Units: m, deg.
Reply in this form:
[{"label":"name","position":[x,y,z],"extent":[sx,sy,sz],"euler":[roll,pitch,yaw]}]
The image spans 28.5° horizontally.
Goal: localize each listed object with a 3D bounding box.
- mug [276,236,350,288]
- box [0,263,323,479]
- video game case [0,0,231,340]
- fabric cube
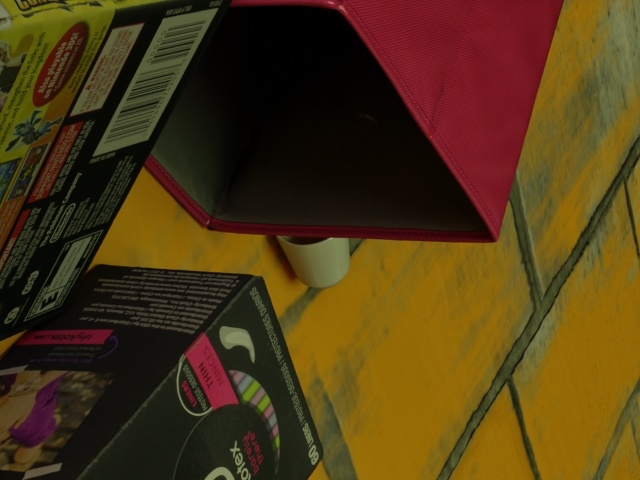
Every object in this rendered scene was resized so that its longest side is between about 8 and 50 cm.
[{"label":"mug","position":[0.002,0.002,1.075],"extent":[0.078,0.062,0.064],"euler":[-50,141,-34]},{"label":"box","position":[-0.137,0.156,0.795],"extent":[0.270,0.143,0.165],"euler":[-50,132,-42]},{"label":"video game case","position":[-0.182,-0.023,0.658],"extent":[0.248,0.035,0.275],"euler":[-27,156,-54]},{"label":"fabric cube","position":[0.001,-0.174,0.877],"extent":[0.259,0.254,0.258],"euler":[49,53,-47]}]
